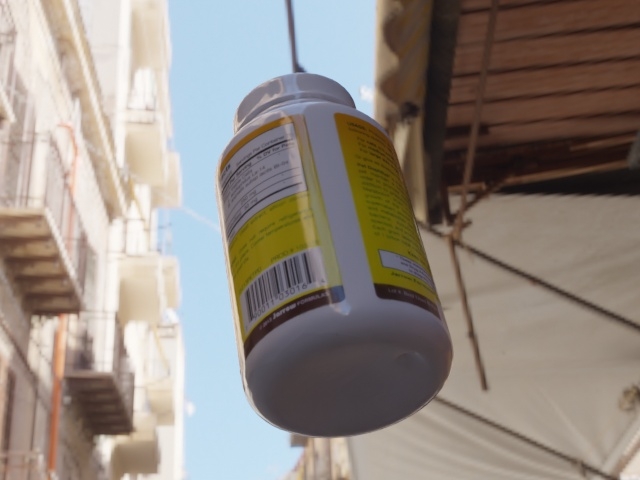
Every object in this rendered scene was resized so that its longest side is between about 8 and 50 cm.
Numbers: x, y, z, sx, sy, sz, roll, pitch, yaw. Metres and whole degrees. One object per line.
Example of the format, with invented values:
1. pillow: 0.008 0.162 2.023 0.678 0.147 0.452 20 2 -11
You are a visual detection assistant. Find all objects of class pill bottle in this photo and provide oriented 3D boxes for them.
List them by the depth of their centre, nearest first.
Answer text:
1. pill bottle: 0.000 0.000 0.636 0.117 0.215 0.117 -7 -40 -6
